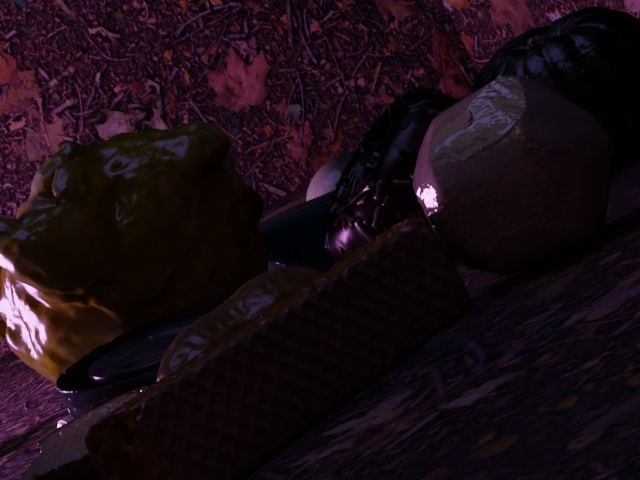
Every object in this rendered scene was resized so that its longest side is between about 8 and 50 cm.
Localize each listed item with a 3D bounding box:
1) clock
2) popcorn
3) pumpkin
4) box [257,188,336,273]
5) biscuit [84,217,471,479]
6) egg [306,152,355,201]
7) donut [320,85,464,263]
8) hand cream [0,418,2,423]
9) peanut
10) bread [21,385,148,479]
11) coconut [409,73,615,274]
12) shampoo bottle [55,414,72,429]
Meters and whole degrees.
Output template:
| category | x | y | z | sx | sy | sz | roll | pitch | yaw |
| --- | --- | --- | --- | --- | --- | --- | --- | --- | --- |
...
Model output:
| category | x | y | z | sx | sy | sz | roll | pitch | yaw |
| --- | --- | --- | --- | --- | --- | --- | --- | --- | --- |
| clock | -0.159 | 0.124 | 1.788 | 0.226 | 0.049 | 0.226 | -20 | 13 | 5 |
| popcorn | -0.225 | 0.033 | 1.980 | 0.294 | 0.334 | 0.292 | 16 | 46 | 15 |
| pumpkin | 0.268 | -0.151 | 1.849 | 0.220 | 0.162 | 0.220 | -30 | 16 | 9 |
| box | 0.000 | 0.000 | 2.126 | 0.153 | 0.092 | 0.245 | -31 | 7 | -38 |
| biscuit | -0.020 | 0.091 | 1.342 | 0.379 | 0.094 | 0.054 | -32 | 7 | -42 |
| egg | 0.045 | -0.061 | 2.356 | 0.114 | 0.114 | 0.152 | -23 | 3 | 42 |
| donut | 0.079 | -0.060 | 1.810 | 0.235 | 0.089 | 0.235 | -57 | 10 | 16 |
| hand cream | -0.545 | 0.295 | 2.149 | 0.314 | 0.089 | 0.139 | -20 | 8 | 3 |
| peanut | -0.060 | 0.091 | 1.529 | 0.226 | 0.095 | 0.108 | -34 | 4 | -43 |
| bread | -0.215 | 0.194 | 1.635 | 0.129 | 0.044 | 0.126 | -23 | 14 | 20 |
| coconut | 0.169 | -0.058 | 1.473 | 0.162 | 0.161 | 0.161 | -33 | 3 | 22 |
| shampoo bottle | -0.211 | 0.173 | 1.846 | 0.141 | 0.034 | 0.049 | -29 | 0 | -26 |
